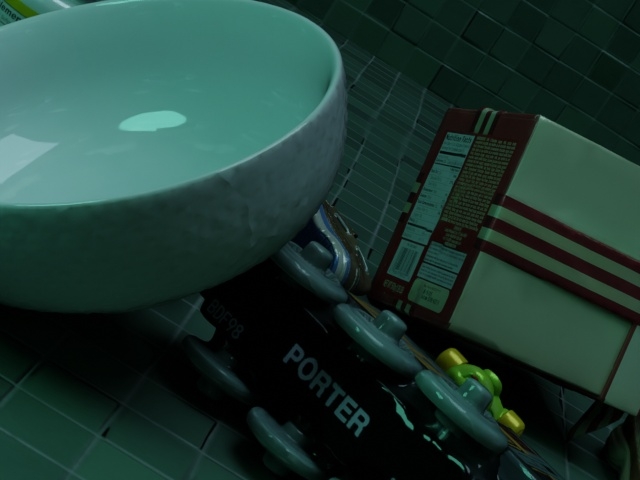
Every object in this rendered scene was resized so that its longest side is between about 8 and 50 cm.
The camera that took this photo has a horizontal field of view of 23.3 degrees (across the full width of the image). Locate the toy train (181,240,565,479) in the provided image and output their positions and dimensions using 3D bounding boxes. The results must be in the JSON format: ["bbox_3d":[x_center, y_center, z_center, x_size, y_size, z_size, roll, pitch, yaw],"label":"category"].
[{"bbox_3d":[0.040,0.125,1.120,0.334,0.142,0.190,41,5,38],"label":"toy train"}]

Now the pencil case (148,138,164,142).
[{"bbox_3d":[-0.109,-0.051,1.385,0.133,0.119,0.306,-9,8,13],"label":"pencil case"}]

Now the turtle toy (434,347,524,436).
[{"bbox_3d":[0.111,0.139,1.249,0.066,0.130,0.095,-29,66,-33],"label":"turtle toy"}]

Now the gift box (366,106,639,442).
[{"bbox_3d":[0.220,0.036,1.550,0.258,0.276,0.255,23,4,-19],"label":"gift box"}]

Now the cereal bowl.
[{"bbox_3d":[-0.142,-0.050,1.107,0.339,0.141,0.339,-6,31,4],"label":"cereal bowl"}]

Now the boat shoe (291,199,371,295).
[{"bbox_3d":[0.000,0.000,1.573,0.066,0.066,0.183,28,24,-34],"label":"boat shoe"}]

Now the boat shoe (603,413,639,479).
[{"bbox_3d":[0.347,0.210,1.439,0.123,0.120,0.324,30,11,-10],"label":"boat shoe"}]

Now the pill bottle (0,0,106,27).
[{"bbox_3d":[-0.237,-0.160,1.302,0.119,0.208,0.119,30,14,-9],"label":"pill bottle"}]
